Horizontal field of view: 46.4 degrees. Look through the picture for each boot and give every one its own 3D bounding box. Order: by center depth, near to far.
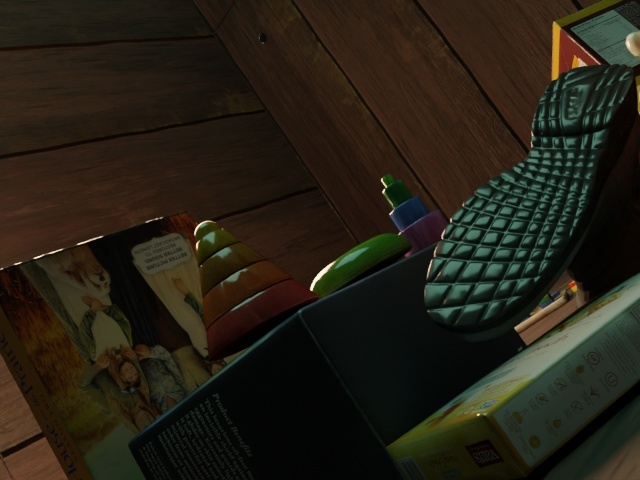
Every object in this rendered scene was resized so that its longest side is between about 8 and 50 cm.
[{"bbox_3d":[0.243,0.013,0.713,0.118,0.223,0.338,14,55,45],"label":"boot"}]

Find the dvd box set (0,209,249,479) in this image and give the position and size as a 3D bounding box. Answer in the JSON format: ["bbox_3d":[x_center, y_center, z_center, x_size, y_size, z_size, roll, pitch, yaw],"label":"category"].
[{"bbox_3d":[-0.183,0.184,0.911,0.307,0.420,0.062,-22,-12,-47],"label":"dvd box set"}]

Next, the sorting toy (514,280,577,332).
[{"bbox_3d":[0.384,0.130,1.390,0.274,0.046,0.132,-38,-11,17],"label":"sorting toy"}]

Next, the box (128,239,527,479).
[{"bbox_3d":[0.019,0.167,0.774,0.294,0.183,0.296,-39,-11,35],"label":"box"}]

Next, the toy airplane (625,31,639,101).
[{"bbox_3d":[0.451,-0.263,0.652,0.386,0.273,0.384,-29,-40,17],"label":"toy airplane"}]

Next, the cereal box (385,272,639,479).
[{"bbox_3d":[0.174,0.090,0.533,0.240,0.047,0.173,-30,-12,-25],"label":"cereal box"}]

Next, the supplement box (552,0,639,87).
[{"bbox_3d":[0.462,-0.235,1.143,0.129,0.194,0.191,-24,-40,-3],"label":"supplement box"}]

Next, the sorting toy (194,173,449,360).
[{"bbox_3d":[0.000,0.000,0.805,0.365,0.126,0.127,-24,-13,-43],"label":"sorting toy"}]

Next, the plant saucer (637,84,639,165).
[{"bbox_3d":[0.492,-0.127,1.060,0.332,0.081,0.333,-36,-41,10],"label":"plant saucer"}]
